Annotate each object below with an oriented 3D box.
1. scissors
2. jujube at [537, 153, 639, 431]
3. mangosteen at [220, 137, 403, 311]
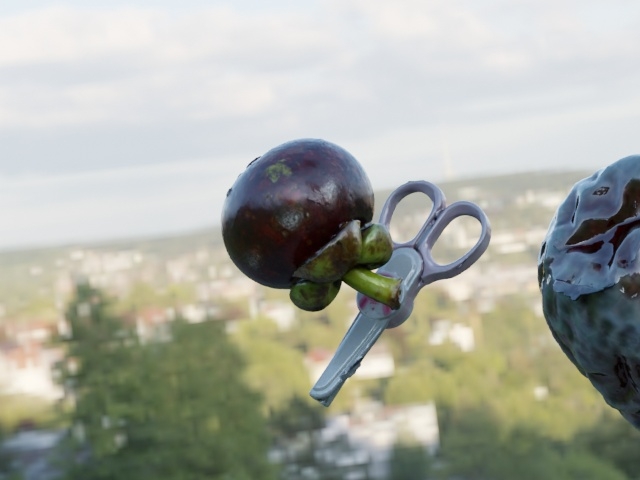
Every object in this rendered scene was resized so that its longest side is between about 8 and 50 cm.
[{"bbox_3d":[0.063,0.054,1.616,0.118,0.242,0.030,30,-9,35],"label":"scissors"},{"bbox_3d":[0.309,0.057,1.375,0.226,0.226,0.317,-7,-29,39],"label":"jujube"},{"bbox_3d":[-0.011,0.000,1.534,0.145,0.181,0.156,-25,2,28],"label":"mangosteen"}]
